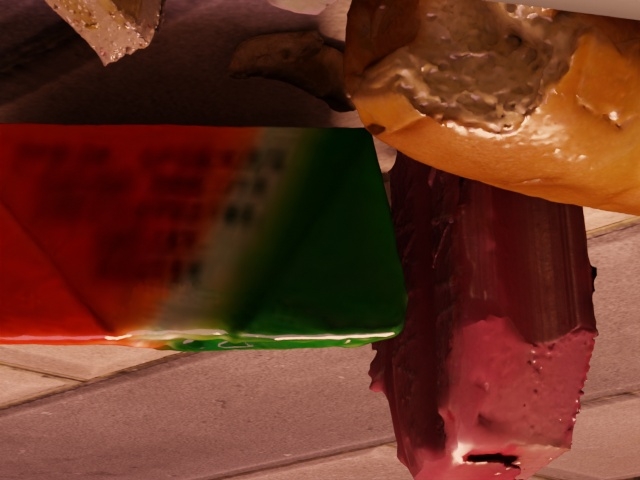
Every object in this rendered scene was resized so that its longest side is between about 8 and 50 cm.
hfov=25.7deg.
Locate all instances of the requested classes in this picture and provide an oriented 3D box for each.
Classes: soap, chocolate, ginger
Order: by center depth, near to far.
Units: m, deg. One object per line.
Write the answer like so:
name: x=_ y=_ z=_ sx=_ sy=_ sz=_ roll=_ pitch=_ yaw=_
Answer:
ginger: x=-0.003 y=-0.127 z=1.058 sx=0.137 sy=0.044 sz=0.057 roll=16 pitch=171 yaw=-37
chocolate: x=-0.124 y=0.001 z=1.097 sx=0.341 sy=0.161 sz=0.360 roll=0 pitch=178 yaw=-6
soap: x=0.127 y=0.049 z=1.144 sx=0.127 sy=0.324 sz=0.220 roll=7 pitch=156 yaw=-14

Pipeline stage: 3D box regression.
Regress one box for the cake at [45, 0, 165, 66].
cake: x=-0.159 y=-0.168 z=0.910 sx=0.052 sy=0.065 sz=0.121 roll=-21 pitch=146 yaw=36

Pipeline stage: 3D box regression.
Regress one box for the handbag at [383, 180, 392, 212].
handbag: x=0.000 y=0.000 z=1.346 sx=0.173 sy=0.095 sz=0.117 roll=-13 pitch=153 yaw=6

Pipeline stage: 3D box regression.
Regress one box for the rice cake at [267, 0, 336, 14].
rice cake: x=0.042 y=-0.205 z=0.838 sx=0.055 sy=0.049 sz=0.270 roll=30 pitch=149 yaw=-17

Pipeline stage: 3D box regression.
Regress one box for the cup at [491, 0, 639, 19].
cup: x=0.122 y=-0.205 z=0.628 sx=0.312 sy=0.205 sz=0.205 roll=5 pitch=159 yaw=-12

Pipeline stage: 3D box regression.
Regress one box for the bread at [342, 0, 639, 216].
bread: x=0.186 y=-0.102 z=0.984 sx=0.344 sy=0.148 sz=0.195 roll=11 pitch=155 yaw=-31
